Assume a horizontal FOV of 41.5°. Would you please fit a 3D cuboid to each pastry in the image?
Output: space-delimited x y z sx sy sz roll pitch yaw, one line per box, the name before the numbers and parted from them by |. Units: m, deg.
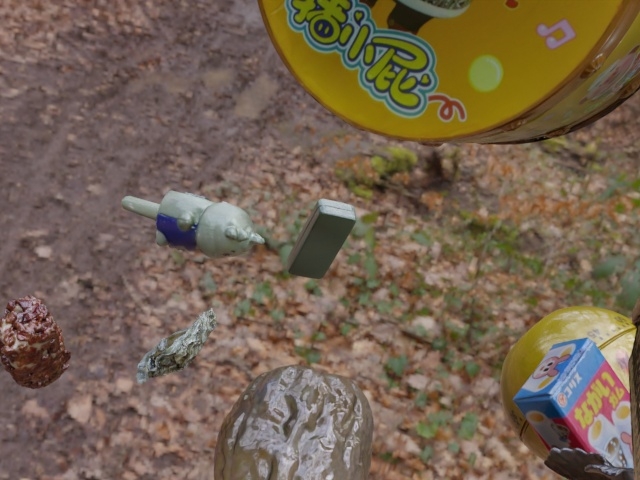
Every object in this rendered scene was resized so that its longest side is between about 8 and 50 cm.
pastry | -0.473 0.176 1.396 0.115 0.208 0.097 -34 66 -27

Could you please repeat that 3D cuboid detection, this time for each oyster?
oyster | -0.169 0.129 0.990 0.037 0.100 0.098 53 15 -15

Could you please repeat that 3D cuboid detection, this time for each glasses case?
glasses case | 0.000 0.000 1.628 0.077 0.184 0.039 11 45 -19

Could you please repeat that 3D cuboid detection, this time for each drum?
drum | 0.149 -0.300 0.838 0.431 0.431 0.214 24 19 28

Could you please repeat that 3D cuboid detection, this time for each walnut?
walnut | -0.032 0.249 0.950 0.178 0.178 0.230 15 51 -1

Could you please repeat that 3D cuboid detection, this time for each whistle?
whistle | -0.196 -0.025 1.293 0.244 0.092 0.110 14 0 18

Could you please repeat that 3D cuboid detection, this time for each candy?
candy | 0.472 0.333 1.427 0.157 0.306 0.100 -42 11 -33

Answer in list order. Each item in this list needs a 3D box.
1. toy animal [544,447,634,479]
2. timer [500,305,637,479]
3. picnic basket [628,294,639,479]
toy animal | 0.396 0.316 1.028 0.160 0.197 0.272 -21 -7 -44
timer | 0.559 0.332 1.693 0.376 0.376 0.387 -4 44 -49
picnic basket | 0.415 0.117 0.784 0.228 0.175 0.313 11 23 14
